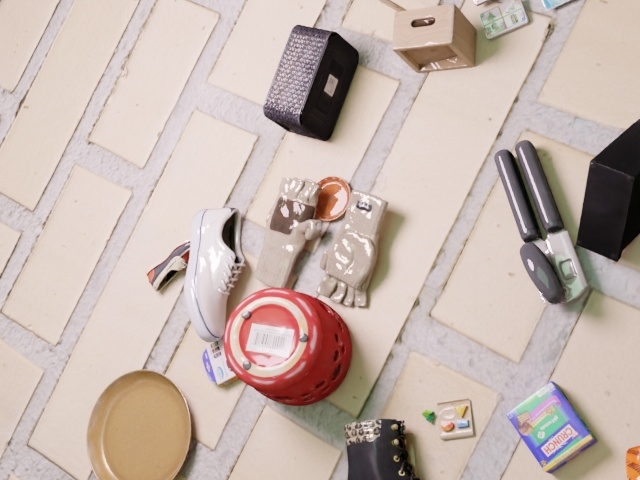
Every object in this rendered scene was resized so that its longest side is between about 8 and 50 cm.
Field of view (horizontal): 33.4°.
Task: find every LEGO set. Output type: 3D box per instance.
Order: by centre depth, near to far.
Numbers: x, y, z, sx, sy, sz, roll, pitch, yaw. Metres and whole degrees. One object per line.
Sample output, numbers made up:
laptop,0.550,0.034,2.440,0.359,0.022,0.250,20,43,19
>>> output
LEGO set,0.372,-0.471,1.822,0.244,0.060,0.182,-23,79,23

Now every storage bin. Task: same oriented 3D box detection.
storage bin,-0.015,-0.283,1.920,0.084,0.122,0.180,19,86,31

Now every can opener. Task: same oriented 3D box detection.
can opener,0.339,-0.033,1.677,0.076,0.095,0.283,-24,67,20

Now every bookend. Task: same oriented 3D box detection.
bookend,0.469,-0.078,1.622,0.072,0.156,0.157,27,46,31

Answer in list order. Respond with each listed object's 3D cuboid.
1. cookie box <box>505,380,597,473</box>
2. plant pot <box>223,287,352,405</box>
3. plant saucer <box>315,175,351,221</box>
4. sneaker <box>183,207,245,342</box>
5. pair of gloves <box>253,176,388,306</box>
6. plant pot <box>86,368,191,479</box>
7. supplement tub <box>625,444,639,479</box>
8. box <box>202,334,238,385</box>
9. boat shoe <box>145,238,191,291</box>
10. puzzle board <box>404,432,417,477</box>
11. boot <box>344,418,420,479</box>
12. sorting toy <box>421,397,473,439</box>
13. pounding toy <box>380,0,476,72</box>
cookie box,0.350,0.284,1.617,0.092,0.040,0.107,-40,63,13
plant pot,-0.058,0.170,1.775,0.191,0.174,0.191,-5,72,15
plant saucer,0.019,-0.074,1.908,0.084,0.013,0.083,-8,72,26
sneaker,-0.187,0.054,1.933,0.091,0.094,0.258,-15,67,28
pair of gloves,0.000,0.000,1.874,0.240,0.042,0.204,13,91,31
plant pot,-0.330,0.358,1.968,0.236,0.032,0.236,-8,72,26
supplement tub,0.588,0.312,1.385,0.338,0.207,0.207,-19,68,23
box,-0.149,0.204,1.916,0.136,0.028,0.081,-30,65,21
boat shoe,-0.272,0.044,2.013,0.137,0.049,0.043,-36,66,18
puzzle board,0.113,0.384,1.735,0.096,0.011,0.128,-13,71,24
boot,0.137,0.366,1.672,0.236,0.085,0.178,-10,70,25
sorting toy,0.203,0.288,1.711,0.083,0.012,0.062,-13,71,24
pounding toy,0.180,-0.361,1.831,0.141,0.130,0.100,-1,76,28
